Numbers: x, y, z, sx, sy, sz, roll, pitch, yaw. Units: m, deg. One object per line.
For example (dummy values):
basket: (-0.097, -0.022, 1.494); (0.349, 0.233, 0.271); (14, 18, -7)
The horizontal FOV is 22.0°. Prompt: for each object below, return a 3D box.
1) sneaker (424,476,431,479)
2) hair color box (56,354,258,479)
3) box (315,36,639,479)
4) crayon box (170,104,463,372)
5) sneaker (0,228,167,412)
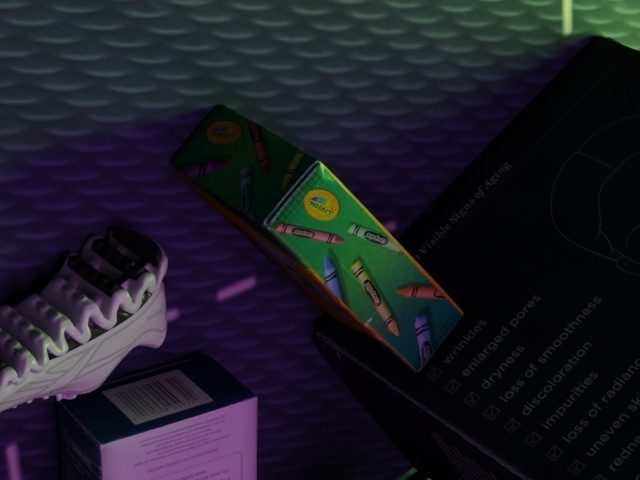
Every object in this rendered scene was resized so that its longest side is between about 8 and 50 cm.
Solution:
sneaker: (0.105, 0.329, 1.887); (0.212, 0.080, 0.094); (-22, 135, -30)
hair color box: (-0.160, 0.302, 1.639); (0.174, 0.105, 0.347); (-14, 120, -30)
box: (0.342, 0.100, 1.681); (0.480, 0.472, 0.297); (-45, 133, -11)
crayon box: (0.000, 0.000, 1.573); (0.081, 0.165, 0.278); (-51, 132, -6)
sneaker: (-0.256, 0.107, 1.476); (0.292, 0.110, 0.118); (-29, 136, -23)
